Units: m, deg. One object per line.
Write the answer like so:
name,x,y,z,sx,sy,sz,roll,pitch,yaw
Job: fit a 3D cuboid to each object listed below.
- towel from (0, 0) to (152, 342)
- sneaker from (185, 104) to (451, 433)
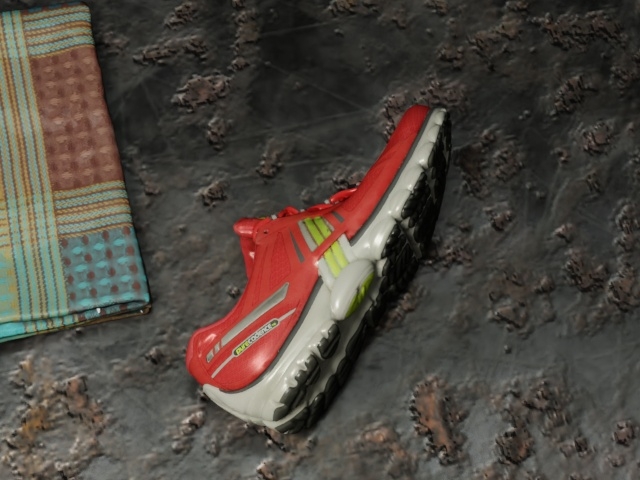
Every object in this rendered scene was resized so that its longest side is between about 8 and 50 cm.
towel,-0.327,-0.033,1.401,0.370,0.040,0.271,-11,68,-8
sneaker,0.000,0.000,1.369,0.118,0.107,0.279,26,65,19
